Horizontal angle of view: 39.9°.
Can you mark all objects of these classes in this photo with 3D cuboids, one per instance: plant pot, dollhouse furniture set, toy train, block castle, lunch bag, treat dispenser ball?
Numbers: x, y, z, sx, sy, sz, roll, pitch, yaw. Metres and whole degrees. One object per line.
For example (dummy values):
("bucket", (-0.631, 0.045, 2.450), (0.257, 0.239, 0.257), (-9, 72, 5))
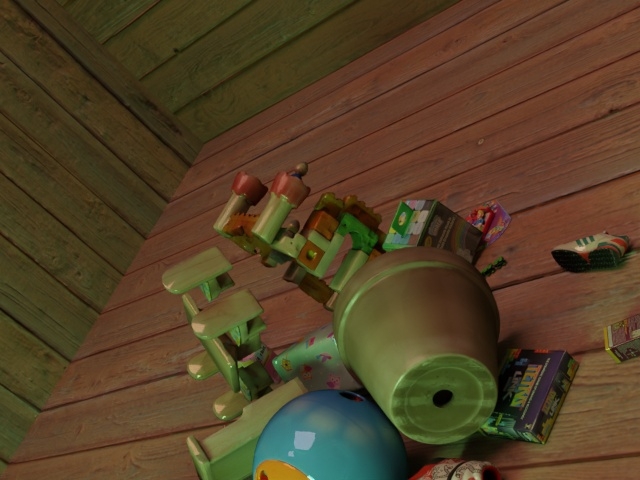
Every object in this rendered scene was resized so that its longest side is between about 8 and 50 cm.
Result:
("plant pot", (0.197, 0.214, 1.612), (0.323, 0.323, 0.280), (-40, 24, 13))
("dollhouse furniture set", (-0.221, 0.295, 1.870), (0.256, 0.362, 0.394), (-27, 56, -19))
("toy train", (0.373, 0.063, 1.947), (0.083, 0.017, 0.023), (-37, 16, 18))
("block castle", (0.000, 0.000, 2.115), (0.212, 0.453, 0.303), (-59, 27, -13))
("lunch bag", (0.062, 0.250, 1.972), (0.223, 0.160, 0.262), (-25, 0, 38))
("treat dispenser ball", (0.018, 0.420, 1.627), (0.288, 0.288, 0.288), (-36, 26, 21))

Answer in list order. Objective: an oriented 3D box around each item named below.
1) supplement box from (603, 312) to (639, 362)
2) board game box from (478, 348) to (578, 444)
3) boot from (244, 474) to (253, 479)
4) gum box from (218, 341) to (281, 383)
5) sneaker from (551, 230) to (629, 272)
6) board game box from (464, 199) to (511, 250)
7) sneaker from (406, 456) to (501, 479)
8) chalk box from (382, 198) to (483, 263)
("supplement box", (0.533, 0.165, 1.506), (0.083, 0.043, 0.055), (-29, 29, 34))
("board game box", (0.368, 0.277, 1.588), (0.141, 0.048, 0.170), (-10, 43, 54))
("boot", (-0.107, 0.466, 1.919), (0.209, 0.076, 0.189), (-9, 37, 17))
("gum box", (-0.191, 0.331, 2.313), (0.188, 0.107, 0.062), (-19, 35, 45))
("sneaker", (0.534, 0.018, 1.734), (0.075, 0.057, 0.161), (-40, 18, -30))
("board game box", (0.374, -0.043, 2.089), (0.133, 0.033, 0.168), (-40, 25, 12))
("sneaker", (0.191, 0.444, 1.459), (0.145, 0.090, 0.270), (-11, 11, 46))
("chalk box", (0.239, -0.012, 2.010), (0.132, 0.213, 0.132), (5, 67, 59))
